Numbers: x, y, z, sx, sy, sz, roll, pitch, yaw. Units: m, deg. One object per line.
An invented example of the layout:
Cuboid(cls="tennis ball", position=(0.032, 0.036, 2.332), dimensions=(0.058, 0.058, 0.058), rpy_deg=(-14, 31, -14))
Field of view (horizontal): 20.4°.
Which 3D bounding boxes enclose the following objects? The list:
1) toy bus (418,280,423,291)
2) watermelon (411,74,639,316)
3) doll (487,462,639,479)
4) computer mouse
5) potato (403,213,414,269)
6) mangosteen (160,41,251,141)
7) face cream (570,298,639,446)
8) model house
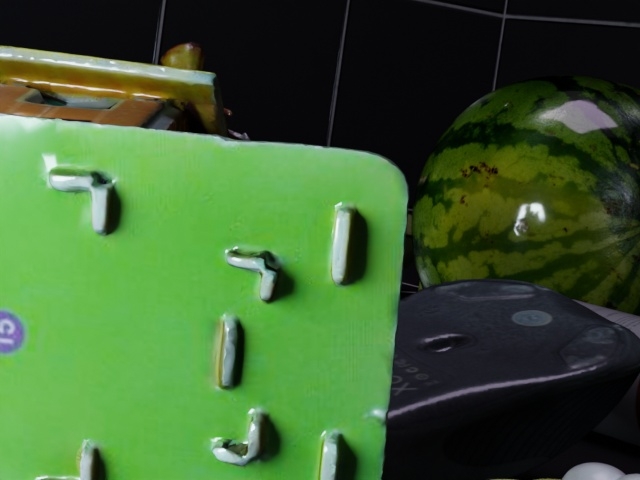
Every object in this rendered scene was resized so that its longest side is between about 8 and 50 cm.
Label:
Cuboid(cls="toy bus", position=(0.203, 0.040, 1.942), dimensions=(0.150, 0.128, 0.262), rpy_deg=(9, 5, 19))
Cuboid(cls="watermelon", position=(0.225, -0.013, 1.621), dimensions=(0.285, 0.285, 0.285), rpy_deg=(8, 4, -1))
Cuboid(cls="doll", position=(0.118, 0.144, 0.862), dimensions=(0.106, 0.062, 0.162), rpy_deg=(17, 9, 38))
Cuboid(cls="computer mouse", position=(0.031, 0.107, 1.069), dimensions=(0.379, 0.090, 0.167), rpy_deg=(-10, 21, -24))
Cuboid(cls="potato", position=(0.000, 0.000, 2.214), dimensions=(0.272, 0.111, 0.160), rpy_deg=(14, 15, -26))
Cuboid(cls="mangosteen", position=(-0.130, -0.043, 1.538), dimensions=(0.236, 0.261, 0.235), rpy_deg=(9, 2, 0))
Cuboid(cls="face cream", position=(0.252, 0.109, 1.332), dimensions=(0.096, 0.095, 0.214), rpy_deg=(4, 6, -38))
Cuboid(cls="model house", position=(-0.098, -0.054, 0.936), dimensions=(0.300, 0.340, 0.323), rpy_deg=(6, 15, 4))
